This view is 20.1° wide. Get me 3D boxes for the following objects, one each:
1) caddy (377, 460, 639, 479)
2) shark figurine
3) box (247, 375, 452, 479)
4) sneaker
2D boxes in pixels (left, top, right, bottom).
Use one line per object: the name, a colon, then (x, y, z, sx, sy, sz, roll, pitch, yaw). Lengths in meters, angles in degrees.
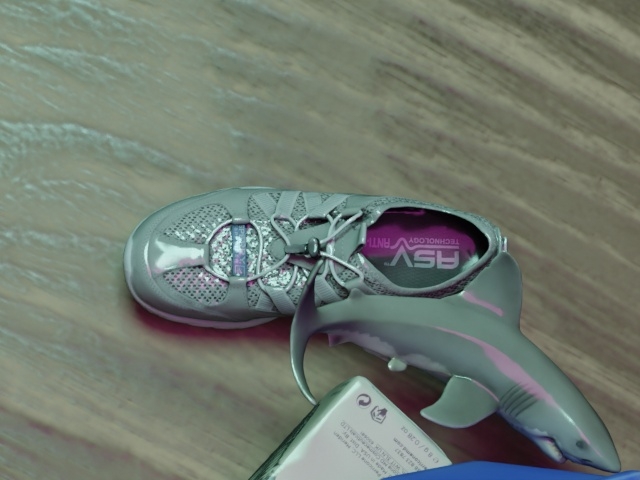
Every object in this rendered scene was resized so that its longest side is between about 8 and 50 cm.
caddy: (0.135, 0.267, 1.158, 0.341, 0.179, 0.241, -1, 96, -54)
shark figurine: (0.084, 0.054, 1.242, 0.278, 0.166, 0.116, 22, 110, -26)
box: (-0.040, 0.225, 1.246, 0.094, 0.113, 0.275, 44, 73, 0)
sneaker: (0.000, 0.000, 1.293, 0.281, 0.115, 0.105, -4, 80, -12)
